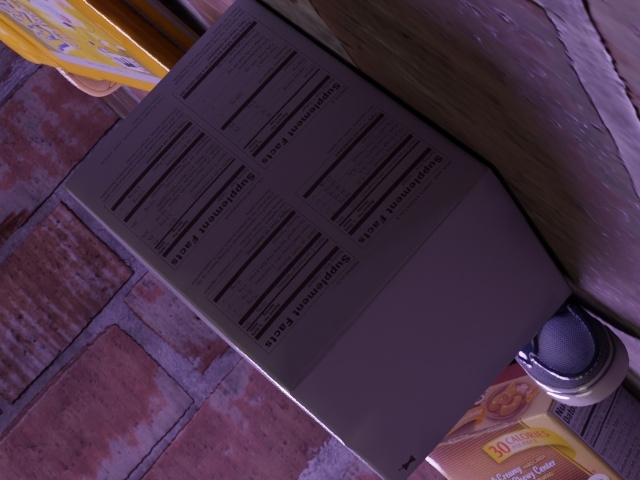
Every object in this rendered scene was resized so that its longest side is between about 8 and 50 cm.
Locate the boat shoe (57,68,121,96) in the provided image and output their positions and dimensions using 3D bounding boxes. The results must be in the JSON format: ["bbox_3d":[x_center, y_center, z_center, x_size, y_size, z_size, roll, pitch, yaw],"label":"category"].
[{"bbox_3d":[-0.308,-0.281,2.019,0.096,0.098,0.277,38,165,48],"label":"boat shoe"}]

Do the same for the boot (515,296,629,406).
[{"bbox_3d":[0.154,0.058,1.339,0.086,0.069,0.190,40,179,-26],"label":"boot"}]

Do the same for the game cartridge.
[{"bbox_3d":[-0.271,-0.233,1.708,0.323,0.053,0.285,15,163,43],"label":"game cartridge"}]

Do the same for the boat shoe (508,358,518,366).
[{"bbox_3d":[0.135,0.103,1.798,0.158,0.127,0.340,49,165,-24],"label":"boat shoe"}]

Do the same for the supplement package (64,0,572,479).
[{"bbox_3d":[0.000,0.000,1.275,0.262,0.198,0.199,39,175,35],"label":"supplement package"}]

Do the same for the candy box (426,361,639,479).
[{"bbox_3d":[0.261,0.238,1.611,0.316,0.087,0.183,42,143,-18],"label":"candy box"}]
